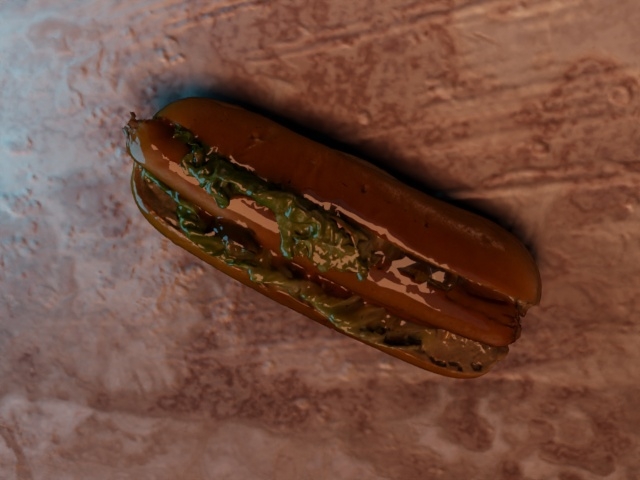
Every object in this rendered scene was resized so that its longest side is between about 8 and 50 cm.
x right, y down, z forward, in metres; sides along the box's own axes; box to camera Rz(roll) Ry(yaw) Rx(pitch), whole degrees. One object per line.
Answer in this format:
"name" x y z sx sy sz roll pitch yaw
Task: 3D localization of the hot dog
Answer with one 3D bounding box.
"hot dog" 0.000 0.000 1.381 0.337 0.100 0.135 27 124 -7
